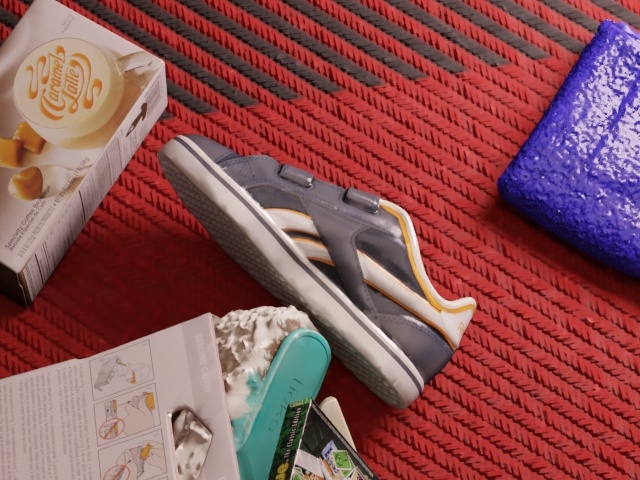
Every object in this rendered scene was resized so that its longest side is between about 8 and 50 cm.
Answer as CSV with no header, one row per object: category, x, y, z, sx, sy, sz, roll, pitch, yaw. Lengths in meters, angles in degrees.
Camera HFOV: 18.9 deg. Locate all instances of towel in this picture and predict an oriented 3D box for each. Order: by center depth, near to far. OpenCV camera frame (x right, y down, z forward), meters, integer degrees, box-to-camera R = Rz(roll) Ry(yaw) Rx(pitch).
towel,0.347,-0.059,1.809,0.308,0.076,0.228,30,70,9

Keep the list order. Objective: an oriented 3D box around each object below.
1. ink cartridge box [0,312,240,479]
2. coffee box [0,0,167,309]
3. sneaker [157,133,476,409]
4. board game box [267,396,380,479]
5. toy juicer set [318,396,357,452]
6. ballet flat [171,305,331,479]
ink cartridge box,-0.188,0.213,1.587,0.261,0.066,0.296,-17,40,3
coffee box,-0.264,-0.083,1.774,0.141,0.098,0.246,30,70,9
sneaker,0.000,0.000,1.745,0.321,0.126,0.127,44,77,2
board game box,0.037,0.261,1.576,0.030,0.260,0.136,-18,38,28
toy juicer set,-0.004,0.320,1.589,0.209,0.089,0.329,51,60,-28
ballet flat,-0.118,0.238,1.658,0.147,0.147,0.409,23,68,6
